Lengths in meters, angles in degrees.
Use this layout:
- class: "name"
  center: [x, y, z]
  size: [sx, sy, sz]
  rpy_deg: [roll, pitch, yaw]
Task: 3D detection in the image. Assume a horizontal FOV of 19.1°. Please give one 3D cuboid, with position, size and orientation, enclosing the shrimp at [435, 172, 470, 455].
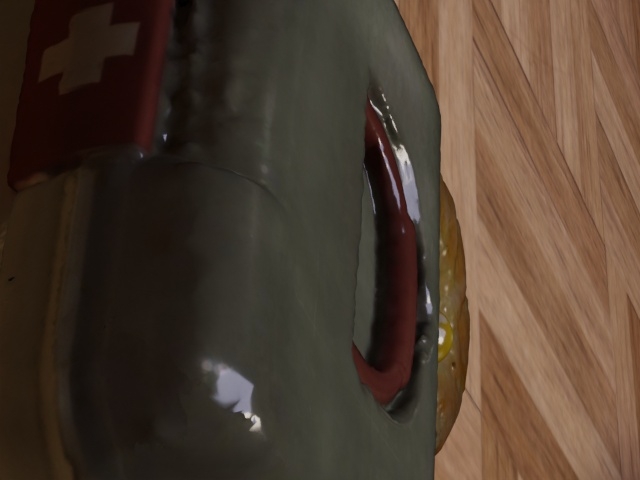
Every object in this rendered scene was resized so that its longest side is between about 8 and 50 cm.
- class: "shrimp"
  center: [0.000, 0.000, 0.729]
  size: [0.267, 0.061, 0.145]
  rpy_deg: [57, 37, -52]

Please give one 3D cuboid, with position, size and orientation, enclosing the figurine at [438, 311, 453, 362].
- class: "figurine"
  center: [-0.009, 0.034, 0.618]
  size: [0.068, 0.101, 0.143]
  rpy_deg: [90, -8, -69]

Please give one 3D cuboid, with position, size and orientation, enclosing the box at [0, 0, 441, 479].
- class: "box"
  center: [-0.047, 0.008, 0.464]
  size: [0.148, 0.129, 0.210]
  rpy_deg: [59, 25, -44]
